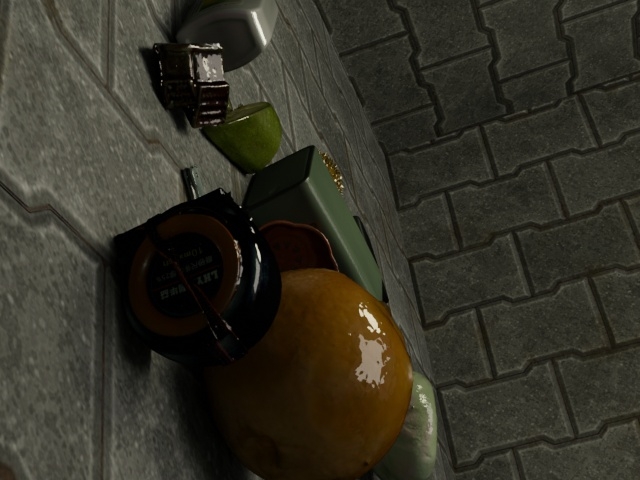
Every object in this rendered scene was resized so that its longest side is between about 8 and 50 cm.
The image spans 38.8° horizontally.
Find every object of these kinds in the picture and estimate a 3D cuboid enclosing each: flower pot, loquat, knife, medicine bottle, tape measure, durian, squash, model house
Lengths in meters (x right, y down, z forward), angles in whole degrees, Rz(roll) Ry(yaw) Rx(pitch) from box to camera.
[{"bbox_3d":[-0.065,0.042,1.701,0.173,0.190,0.190,-107,178,-79],"label":"flower pot"},{"bbox_3d":[-0.016,0.200,1.336,0.328,0.328,0.328,-17,90,-79],"label":"loquat"},{"bbox_3d":[-0.201,-0.048,1.533,0.044,0.023,0.162,-8,81,-74],"label":"knife"},{"bbox_3d":[-0.179,-0.444,1.815,0.324,0.179,0.124,-84,155,-61],"label":"medicine bottle"},{"bbox_3d":[-0.154,0.054,1.168,0.135,0.202,0.223,45,25,-61],"label":"tape measure"},{"bbox_3d":[-0.004,-0.142,2.354,0.183,0.138,0.250,57,12,-27],"label":"durian"},{"bbox_3d":[-0.154,-0.253,1.824,0.252,0.093,0.169,45,41,-67],"label":"squash"},{"bbox_3d":[-0.229,-0.271,1.588,0.165,0.106,0.152,-13,99,-43],"label":"model house"}]

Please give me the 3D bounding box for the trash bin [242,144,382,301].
[{"bbox_3d":[0.000,0.000,1.922,0.343,0.158,0.223,57,16,-19],"label":"trash bin"}]

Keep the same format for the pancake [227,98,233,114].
[{"bbox_3d":[-0.208,-0.304,1.888,0.108,0.017,0.108,-20,90,-80],"label":"pancake"}]

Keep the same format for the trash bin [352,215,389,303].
[{"bbox_3d":[0.107,0.064,2.609,0.165,0.115,0.225,60,15,-50],"label":"trash bin"}]

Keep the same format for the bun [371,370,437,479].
[{"bbox_3d":[0.163,0.451,2.158,0.293,0.187,0.293,-178,-90,-84],"label":"bun"}]
